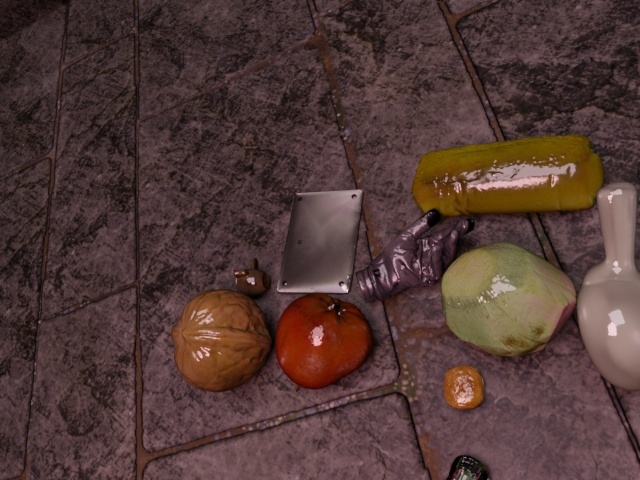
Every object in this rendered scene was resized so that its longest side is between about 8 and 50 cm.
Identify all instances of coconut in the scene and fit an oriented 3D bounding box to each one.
[{"bbox_3d":[0.338,0.113,1.022,0.236,0.236,0.204,-26,30,11],"label":"coconut"}]

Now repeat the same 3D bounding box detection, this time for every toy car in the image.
[{"bbox_3d":[0.241,0.447,0.986,0.069,0.055,0.142,22,75,35],"label":"toy car"}]

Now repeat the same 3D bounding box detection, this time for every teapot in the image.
[{"bbox_3d":[-0.164,0.079,1.351,0.080,0.085,0.110,-6,43,21],"label":"teapot"},{"bbox_3d":[0.486,0.090,0.900,0.149,0.318,0.220,-20,29,36],"label":"teapot"}]

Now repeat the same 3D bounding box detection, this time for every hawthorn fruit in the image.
[{"bbox_3d":[-0.008,0.222,1.159,0.196,0.197,0.225,39,110,34],"label":"hawthorn fruit"}]

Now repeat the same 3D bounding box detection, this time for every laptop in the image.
[{"bbox_3d":[0.000,0.000,1.347,0.188,0.015,0.269,-2,65,24],"label":"laptop"}]

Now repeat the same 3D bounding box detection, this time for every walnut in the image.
[{"bbox_3d":[-0.218,0.214,1.219,0.228,0.228,0.228,-11,61,20],"label":"walnut"}]

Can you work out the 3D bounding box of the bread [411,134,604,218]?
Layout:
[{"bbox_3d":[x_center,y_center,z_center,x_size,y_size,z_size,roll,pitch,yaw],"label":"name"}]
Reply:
[{"bbox_3d":[0.379,-0.138,1.179,0.384,0.112,0.166,-2,65,25],"label":"bread"}]

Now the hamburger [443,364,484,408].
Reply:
[{"bbox_3d":[0.270,0.276,1.064,0.076,0.044,0.083,-16,62,18],"label":"hamburger"}]

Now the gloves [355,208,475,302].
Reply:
[{"bbox_3d":[0.195,0.031,1.182,0.285,0.119,0.142,-33,66,24],"label":"gloves"}]
